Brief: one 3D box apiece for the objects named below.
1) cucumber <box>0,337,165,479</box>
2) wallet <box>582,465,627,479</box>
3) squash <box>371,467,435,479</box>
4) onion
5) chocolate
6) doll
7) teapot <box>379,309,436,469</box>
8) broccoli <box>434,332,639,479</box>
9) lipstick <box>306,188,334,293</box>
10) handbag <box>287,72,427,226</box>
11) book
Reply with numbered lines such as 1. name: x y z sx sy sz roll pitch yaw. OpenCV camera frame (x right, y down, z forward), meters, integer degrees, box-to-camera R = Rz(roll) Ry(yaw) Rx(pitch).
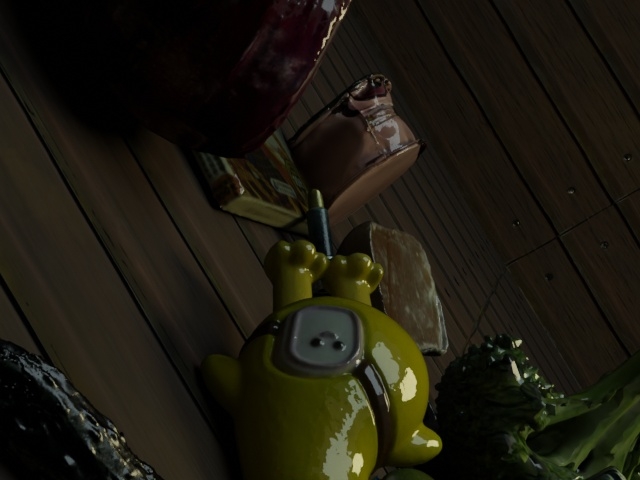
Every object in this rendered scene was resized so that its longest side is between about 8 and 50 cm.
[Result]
1. cucumber: -0.130 0.114 0.619 0.181 0.053 0.053 50 15 -23
2. wallet: 0.240 0.326 1.164 0.141 0.202 0.059 59 23 11
3. squash: 0.091 0.300 0.927 0.094 0.094 0.341 53 12 -23
4. onion: -0.110 -0.247 1.021 0.260 0.282 0.337 32 32 -18
5. chocolate: 0.075 0.070 1.399 0.254 0.080 0.157 14 60 -69
6. doll: 0.003 0.150 0.883 0.199 0.145 0.363 12 42 -15
7. teapot: 0.045 0.148 1.126 0.177 0.087 0.096 63 -9 16
8. broccoli: 0.264 0.223 1.359 0.375 0.302 0.249 45 -20 -31
9. lipstick: 0.000 0.000 1.295 0.037 0.037 0.116 28 52 -65
10. handbag: 0.041 -0.115 1.485 0.116 0.179 0.205 54 -4 7
11. book: -0.137 -0.205 1.320 0.428 0.039 0.300 63 14 13
